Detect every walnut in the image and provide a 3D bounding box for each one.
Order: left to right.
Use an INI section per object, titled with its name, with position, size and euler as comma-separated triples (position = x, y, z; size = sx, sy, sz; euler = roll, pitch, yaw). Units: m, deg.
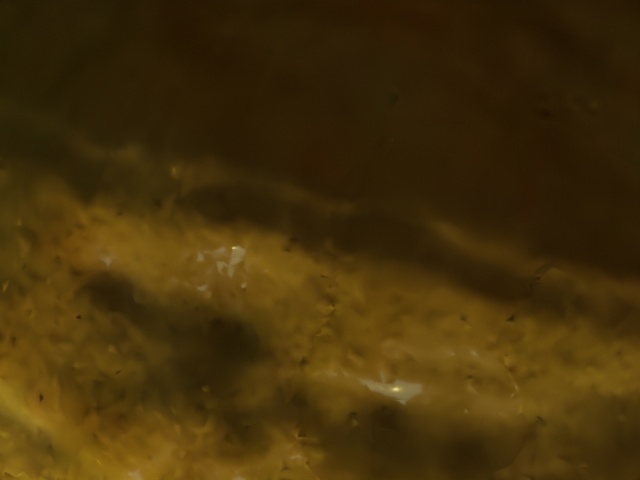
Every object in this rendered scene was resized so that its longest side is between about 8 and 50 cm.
[walnut]
position = -0.001, 0.003, 0.536
size = 0.344, 0.306, 0.306
euler = 19, 164, 27
